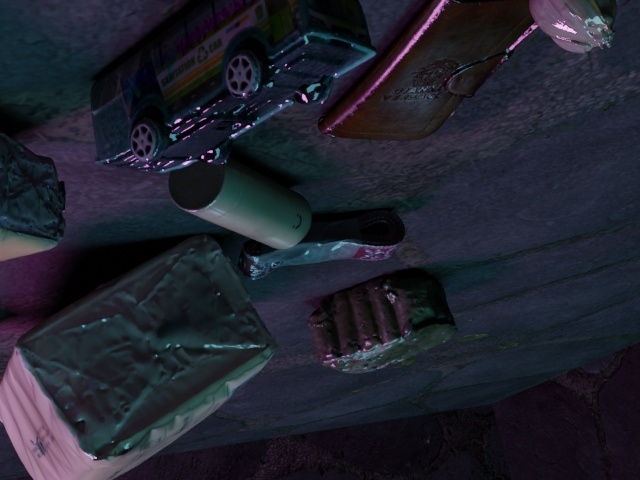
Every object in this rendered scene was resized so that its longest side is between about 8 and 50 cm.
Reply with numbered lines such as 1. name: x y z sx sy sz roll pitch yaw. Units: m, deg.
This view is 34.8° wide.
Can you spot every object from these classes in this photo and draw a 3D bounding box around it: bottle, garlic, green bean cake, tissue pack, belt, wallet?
1. bottle: -0.083 -0.043 1.118 0.072 0.072 0.201 -20 162 20
2. garlic: 0.212 -0.196 0.841 0.074 0.094 0.113 -6 163 34
3. green bean cake: 0.112 0.143 1.755 0.227 0.125 0.222 -24 161 17
4. tissue pack: -0.262 0.187 1.377 0.297 0.207 0.380 -30 173 -31
5. belt: 0.000 0.000 1.326 0.232 0.071 0.053 -8 155 -25
6. wallet: 0.108 -0.162 0.957 0.137 0.031 0.255 -3 160 -27
7. tissue pack: -0.383 -0.030 0.867 0.256 0.123 0.215 -10 166 20

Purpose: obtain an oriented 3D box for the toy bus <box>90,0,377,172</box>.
1. toy bus: -0.079 -0.128 0.803 0.261 0.109 0.091 -25 161 37
